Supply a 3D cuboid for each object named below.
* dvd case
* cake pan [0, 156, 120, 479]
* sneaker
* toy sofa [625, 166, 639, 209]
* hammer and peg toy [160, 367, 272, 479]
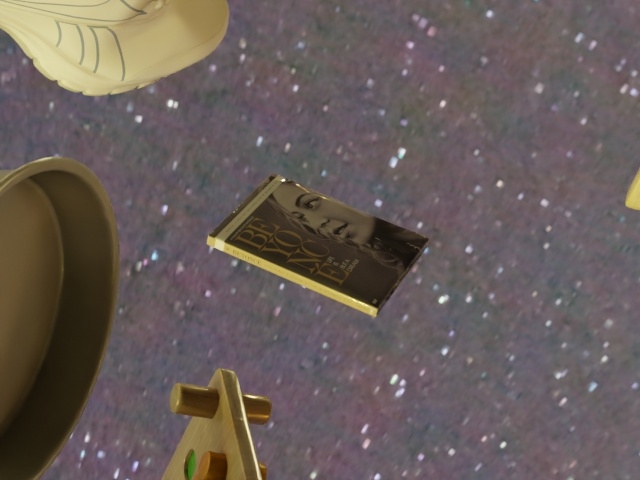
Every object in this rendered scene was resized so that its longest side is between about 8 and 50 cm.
[{"bbox_3d":[0.000,0.000,1.463,0.221,0.018,0.164,22,-142,15],"label":"dvd case"},{"bbox_3d":[-0.253,0.072,0.967,0.054,0.293,0.293,14,-132,17],"label":"cake pan"},{"bbox_3d":[-0.142,-0.163,0.735,0.297,0.129,0.111,7,-106,-58],"label":"sneaker"},{"bbox_3d":[0.378,-0.189,1.020,0.177,0.150,0.362,12,-108,5],"label":"toy sofa"},{"bbox_3d":[-0.152,0.367,1.463,0.127,0.361,0.266,12,-147,-25],"label":"hammer and peg toy"}]
